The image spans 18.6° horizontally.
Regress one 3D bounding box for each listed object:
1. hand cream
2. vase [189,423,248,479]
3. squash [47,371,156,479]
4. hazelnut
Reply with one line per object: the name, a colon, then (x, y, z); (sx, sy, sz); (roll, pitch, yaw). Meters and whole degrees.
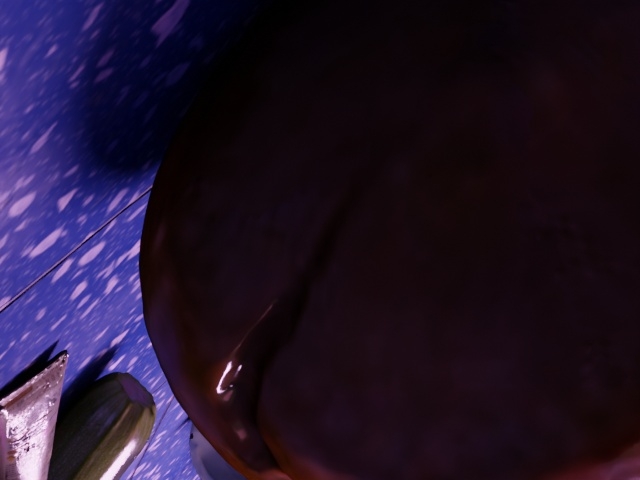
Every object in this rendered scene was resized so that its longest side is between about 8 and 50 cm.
hand cream: (-0.185, 0.121, 1.191); (0.061, 0.039, 0.143); (-33, 157, -33)
vase: (-0.047, 0.222, 1.968); (0.165, 0.165, 0.360); (-46, 168, -5)
squash: (-0.193, 0.184, 1.326); (0.229, 0.066, 0.066); (-50, 171, 12)
hazelnut: (0.091, 0.005, 0.984); (0.372, 0.372, 0.315); (98, 13, -76)
